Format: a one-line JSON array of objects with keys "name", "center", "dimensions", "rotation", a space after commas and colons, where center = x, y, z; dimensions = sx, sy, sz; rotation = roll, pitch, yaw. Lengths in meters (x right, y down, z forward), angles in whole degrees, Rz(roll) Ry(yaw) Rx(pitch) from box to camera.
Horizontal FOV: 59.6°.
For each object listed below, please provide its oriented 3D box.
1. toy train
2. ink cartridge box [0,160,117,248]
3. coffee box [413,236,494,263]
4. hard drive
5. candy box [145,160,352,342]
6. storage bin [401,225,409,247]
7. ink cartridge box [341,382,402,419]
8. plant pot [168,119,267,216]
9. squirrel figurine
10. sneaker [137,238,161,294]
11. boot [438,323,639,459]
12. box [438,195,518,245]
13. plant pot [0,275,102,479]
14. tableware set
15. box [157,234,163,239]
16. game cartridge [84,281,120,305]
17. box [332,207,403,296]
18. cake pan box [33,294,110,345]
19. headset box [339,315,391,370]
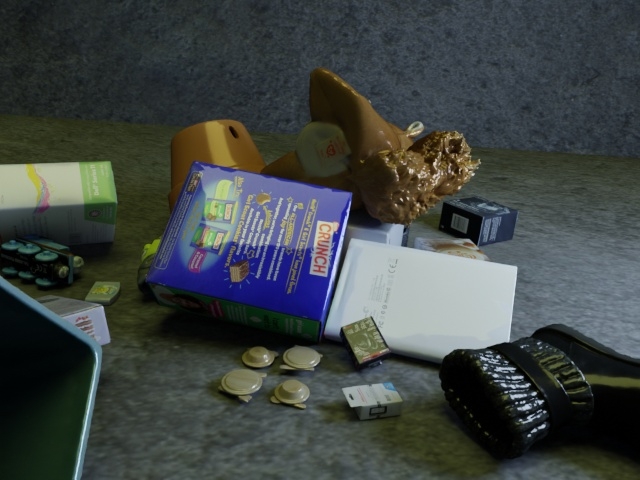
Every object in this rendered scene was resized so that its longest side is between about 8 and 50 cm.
[{"name": "toy train", "center": [-0.587, 0.040, 1.180], "dimensions": [0.184, 0.080, 0.105], "rotation": [13, 17, 21]}, {"name": "ink cartridge box", "center": [-0.652, -0.073, 1.253], "dimensions": [0.353, 0.207, 0.119], "rotation": [-6, 66, -26]}, {"name": "coffee box", "center": [0.302, 0.082, 1.228], "dimensions": [0.141, 0.098, 0.246], "rotation": [1, 22, -9]}, {"name": "hard drive", "center": [0.188, 0.116, 1.040], "dimensions": [0.318, 0.040, 0.210], "rotation": [10, 60, 14]}, {"name": "candy box", "center": [-0.121, 0.017, 1.046], "dimensions": [0.317, 0.122, 0.268], "rotation": [12, 63, 5]}, {"name": "storage bin", "center": [0.132, -0.021, 1.477], "dimensions": [0.180, 0.084, 0.122], "rotation": [19, 25, 31]}, {"name": "ink cartridge box", "center": [0.077, 0.246, 0.855], "dimensions": [0.083, 0.028, 0.048], "rotation": [-1, 22, -16]}, {"name": "plant pot", "center": [-0.272, -0.184, 1.470], "dimensions": [0.291, 0.203, 0.291], "rotation": [-16, -6, -2]}, {"name": "squirrel figurine", "center": [0.138, -0.175, 1.261], "dimensions": [0.397, 0.281, 0.370], "rotation": [32, 19, 24]}, {"name": "sneaker", "center": [-0.229, 0.084, 1.138], "dimensions": [0.300, 0.111, 0.121], "rotation": [6, 40, 2]}, {"name": "boot", "center": [0.368, 0.241, 0.791], "dimensions": [0.260, 0.131, 0.348], "rotation": [-6, 17, -35]}, {"name": "box", "center": [0.460, -0.060, 1.635], "dimensions": [0.158, 0.093, 0.156], "rotation": [-9, 25, -34]}, {"name": "plant pot", "center": [-0.411, 0.189, 0.544], "dimensions": [0.252, 0.248, 0.247], "rotation": [-14, 53, 12]}, {"name": "tableware set", "center": [-0.078, 0.216, 0.915], "dimensions": [0.141, 0.020, 0.169], "rotation": [7, 22, 10]}, {"name": "box", "center": [-0.338, -0.003, 1.363], "dimensions": [0.054, 0.059, 0.169], "rotation": [9, 22, 7]}, {"name": "game cartridge", "center": [-0.435, 0.105, 1.127], "dimensions": [0.056, 0.017, 0.083], "rotation": [5, 21, -9]}, {"name": "box", "center": [0.000, 0.000, 1.279], "dimensions": [0.345, 0.168, 0.215], "rotation": [10, 21, 15]}, {"name": "cake pan box", "center": [-0.491, 0.149, 0.834], "dimensions": [0.267, 0.070, 0.246], "rotation": [-15, 8, -43]}, {"name": "headset box", "center": [0.078, 0.181, 0.966], "dimensions": [0.062, 0.032, 0.083], "rotation": [-18, 58, -17]}]
